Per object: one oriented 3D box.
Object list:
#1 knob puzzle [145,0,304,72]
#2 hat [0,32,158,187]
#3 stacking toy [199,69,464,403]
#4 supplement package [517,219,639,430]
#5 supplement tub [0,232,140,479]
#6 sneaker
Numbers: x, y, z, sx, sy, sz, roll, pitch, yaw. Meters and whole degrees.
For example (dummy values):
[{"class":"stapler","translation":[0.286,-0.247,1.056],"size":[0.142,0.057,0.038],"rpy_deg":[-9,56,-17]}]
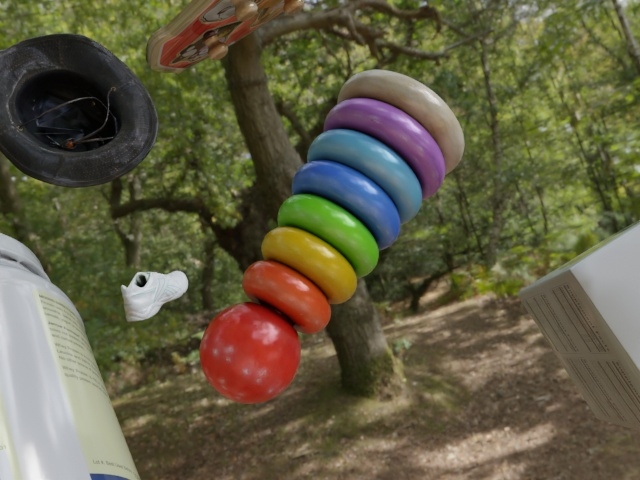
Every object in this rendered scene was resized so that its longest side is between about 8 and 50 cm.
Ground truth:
[{"class":"knob puzzle","translation":[-0.073,-0.190,0.592],"size":[0.213,0.030,0.213],"rpy_deg":[-30,8,5]},{"class":"hat","translation":[-0.477,-0.225,1.272],"size":[0.331,0.331,0.134],"rpy_deg":[-16,-16,-25]},{"class":"stacking toy","translation":[0.000,0.000,0.625],"size":[0.330,0.141,0.141],"rpy_deg":[-55,9,-19]},{"class":"supplement package","translation":[0.384,0.081,0.757],"size":[0.199,0.198,0.262],"rpy_deg":[-31,-11,0]},{"class":"supplement tub","translation":[-0.294,0.168,0.560],"size":[0.235,0.325,0.235],"rpy_deg":[-23,-36,-18]},{"class":"sneaker","translation":[-0.257,0.072,1.049],"size":[0.054,0.061,0.152],"rpy_deg":[-9,15,21]}]
